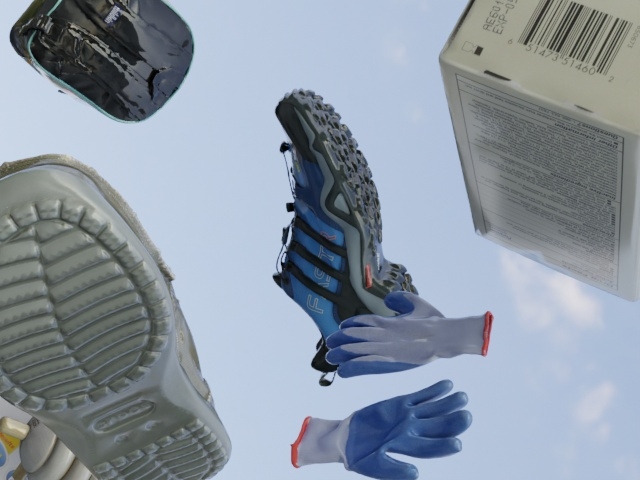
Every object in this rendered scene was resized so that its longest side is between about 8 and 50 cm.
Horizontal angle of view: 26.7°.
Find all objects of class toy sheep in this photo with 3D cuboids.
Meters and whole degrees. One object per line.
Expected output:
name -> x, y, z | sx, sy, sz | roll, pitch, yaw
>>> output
toy sheep -> -0.168, 0.154, 0.949 | 0.091, 0.132, 0.091 | -33, -136, 38

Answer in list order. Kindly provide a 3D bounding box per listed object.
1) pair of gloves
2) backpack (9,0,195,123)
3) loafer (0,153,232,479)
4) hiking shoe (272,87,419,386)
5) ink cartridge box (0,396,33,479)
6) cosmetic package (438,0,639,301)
pair of gloves -> 0.061, 0.115, 1.114 | 0.159, 0.198, 0.023 | -8, -47, 28
backpack -> -0.247, -0.234, 1.565 | 0.166, 0.188, 0.144 | -55, -151, -4
loafer -> -0.113, 0.039, 0.653 | 0.251, 0.094, 0.087 | 76, -7, -52
hiking shoe -> 0.000, 0.000, 1.365 | 0.132, 0.113, 0.304 | -19, -82, 15
ink cartridge box -> -0.325, 0.133, 1.048 | 0.270, 0.395, 0.151 | 50, 2, -13
cosmetic package -> 0.197, -0.079, 1.038 | 0.160, 0.113, 0.309 | 25, -15, 19
